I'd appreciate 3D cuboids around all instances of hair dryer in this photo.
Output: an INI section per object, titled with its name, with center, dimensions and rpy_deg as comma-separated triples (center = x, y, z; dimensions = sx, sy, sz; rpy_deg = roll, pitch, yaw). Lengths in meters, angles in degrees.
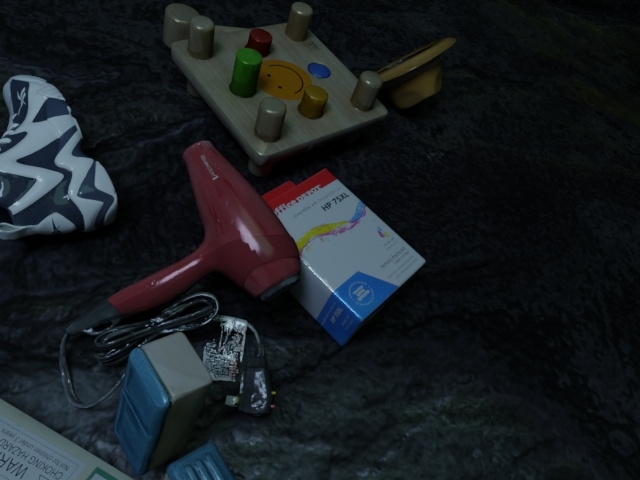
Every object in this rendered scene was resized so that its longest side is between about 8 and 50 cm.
[hair dryer]
center = -0.132, 0.029, 0.472
dimensions = 0.223, 0.080, 0.294
rpy_deg = 11, 71, -10

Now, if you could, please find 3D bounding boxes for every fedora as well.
[fedora]
center = 0.164, -0.289, 0.815
dimensions = 0.194, 0.194, 0.079
rpy_deg = -43, 113, -36

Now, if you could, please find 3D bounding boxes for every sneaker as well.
[sneaker]
center = -0.357, -0.094, 0.519
dimensions = 0.153, 0.094, 0.235
rpy_deg = -25, 77, -40

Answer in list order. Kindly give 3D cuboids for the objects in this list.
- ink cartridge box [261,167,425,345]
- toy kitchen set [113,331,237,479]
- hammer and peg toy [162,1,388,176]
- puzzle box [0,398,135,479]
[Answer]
[ink cartridge box]
center = 0.000, 0.000, 0.585
dimensions = 0.231, 0.078, 0.134
rpy_deg = 44, 54, 14
[toy kitchen set]
center = -0.126, 0.197, 0.297
dimensions = 0.166, 0.122, 0.207
rpy_deg = -15, 52, -45
[hammer and peg toy]
center = -0.085, -0.286, 0.725
dimensions = 0.265, 0.127, 0.361
rpy_deg = -26, 68, -31
[puzzle box]
center = -0.269, 0.249, 0.290
dimensions = 0.408, 0.052, 0.272
rpy_deg = 29, 35, 3
